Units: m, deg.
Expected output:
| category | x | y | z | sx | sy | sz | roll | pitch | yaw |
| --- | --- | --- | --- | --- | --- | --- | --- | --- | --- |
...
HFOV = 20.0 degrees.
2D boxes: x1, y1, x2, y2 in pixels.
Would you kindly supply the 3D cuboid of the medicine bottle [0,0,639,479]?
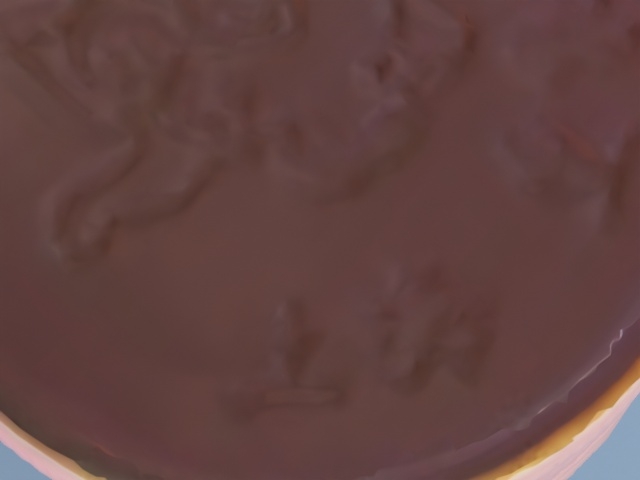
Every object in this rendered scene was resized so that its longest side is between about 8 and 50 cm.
| category | x | y | z | sx | sy | sz | roll | pitch | yaw |
| --- | --- | --- | --- | --- | --- | --- | --- | --- | --- |
| medicine bottle | 0.000 | 0.000 | 0.536 | 0.202 | 0.316 | 0.202 | 0 | -102 | 1 |
